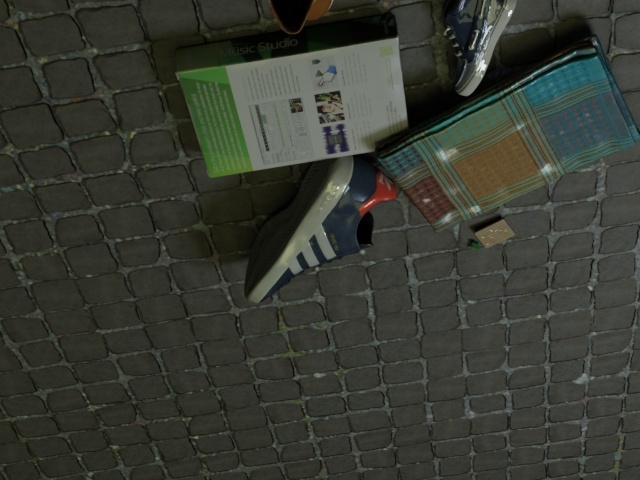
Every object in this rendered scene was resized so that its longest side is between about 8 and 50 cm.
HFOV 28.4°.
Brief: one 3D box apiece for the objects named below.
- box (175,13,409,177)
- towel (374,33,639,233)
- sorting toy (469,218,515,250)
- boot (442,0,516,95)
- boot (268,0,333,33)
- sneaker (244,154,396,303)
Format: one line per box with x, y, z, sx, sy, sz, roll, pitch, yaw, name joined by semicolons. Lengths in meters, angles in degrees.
-0.034;-0.210;1.874;0.322;0.058;0.232;-10;141;2;box
0.298;-0.150;1.962;0.370;0.040;0.271;-27;142;14;towel
0.291;-0.008;2.201;0.083;0.012;0.062;-26;142;18;sorting toy
0.206;-0.294;1.804;0.086;0.069;0.190;12;130;-12;boot
-0.025;-0.334;1.589;0.109;0.220;0.283;-6;141;-1;boot
0.000;0.000;2.075;0.148;0.131;0.350;20;134;-23;sneaker
